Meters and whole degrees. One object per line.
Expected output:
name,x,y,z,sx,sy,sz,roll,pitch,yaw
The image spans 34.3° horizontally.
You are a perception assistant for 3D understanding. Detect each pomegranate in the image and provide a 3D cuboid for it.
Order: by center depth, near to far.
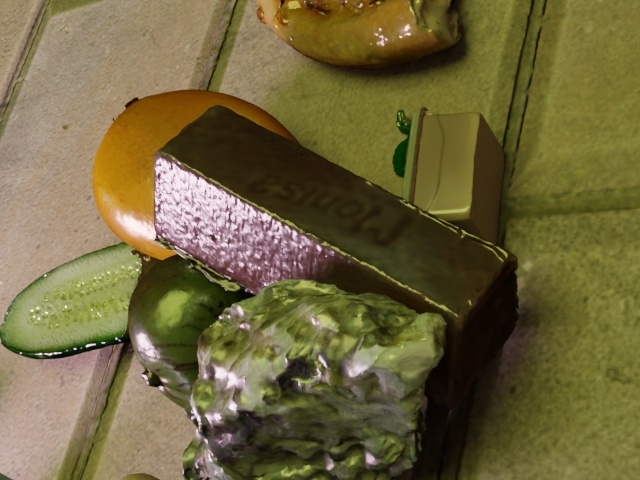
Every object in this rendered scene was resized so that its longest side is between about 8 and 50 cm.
pomegranate,-0.076,0.082,0.937,0.191,0.152,0.131,-5,52,15

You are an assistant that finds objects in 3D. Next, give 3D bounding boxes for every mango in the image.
mango,-0.099,-0.058,1.037,0.257,0.138,0.187,17,50,30

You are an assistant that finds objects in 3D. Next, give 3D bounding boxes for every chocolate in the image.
chocolate,0.000,0.000,0.837,0.321,0.112,0.112,29,56,24

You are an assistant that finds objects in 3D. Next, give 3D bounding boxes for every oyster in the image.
oyster,-0.017,0.128,0.791,0.198,0.112,0.267,27,126,16

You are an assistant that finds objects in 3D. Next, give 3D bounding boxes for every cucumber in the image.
cucumber,-0.262,0.077,1.147,0.244,0.063,0.115,-13,63,35

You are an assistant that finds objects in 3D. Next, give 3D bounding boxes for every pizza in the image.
pizza,0.042,-0.320,1.108,0.277,0.114,0.408,-46,46,16

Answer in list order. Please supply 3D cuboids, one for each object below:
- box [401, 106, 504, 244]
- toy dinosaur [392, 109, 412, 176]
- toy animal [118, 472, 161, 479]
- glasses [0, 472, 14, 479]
box,0.115,-0.048,0.886,0.062,0.089,0.122,-5,61,26
toy dinosaur,0.088,-0.075,0.975,0.060,0.029,0.119,-23,55,49
toy animal,-0.134,0.282,0.738,0.277,0.345,0.246,-164,95,-76
glasses,-0.243,0.294,0.917,0.189,0.220,0.088,-46,5,11
